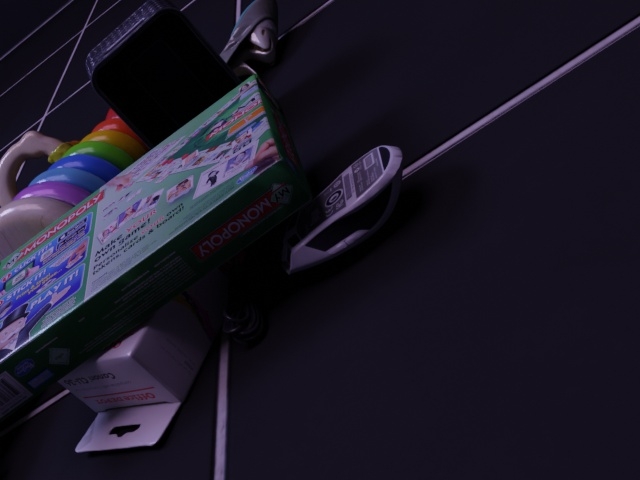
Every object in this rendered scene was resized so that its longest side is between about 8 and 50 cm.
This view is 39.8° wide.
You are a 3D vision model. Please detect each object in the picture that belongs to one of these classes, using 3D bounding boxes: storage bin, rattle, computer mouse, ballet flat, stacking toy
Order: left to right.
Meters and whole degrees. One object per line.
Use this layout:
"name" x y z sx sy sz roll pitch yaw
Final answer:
"rattle" -0.394 -0.050 1.234 0.143 0.130 0.200 -139 70 -72
"stacking toy" -0.252 -0.069 1.042 0.141 0.141 0.330 -25 26 28
"storage bin" -0.155 -0.160 0.968 0.122 0.180 0.084 -41 29 1
"ballet flat" -0.094 -0.224 1.120 0.068 0.072 0.213 20 63 28
"computer mouse" 0.000 0.000 0.708 0.193 0.042 0.106 -38 24 19

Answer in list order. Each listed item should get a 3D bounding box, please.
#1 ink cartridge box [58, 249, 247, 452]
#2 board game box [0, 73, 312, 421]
"ink cartridge box" -0.151 0.078 0.754 0.115 0.067 0.198 -16 37 38
"board game box" -0.160 -0.005 0.765 0.317 0.046 0.213 -35 27 9
